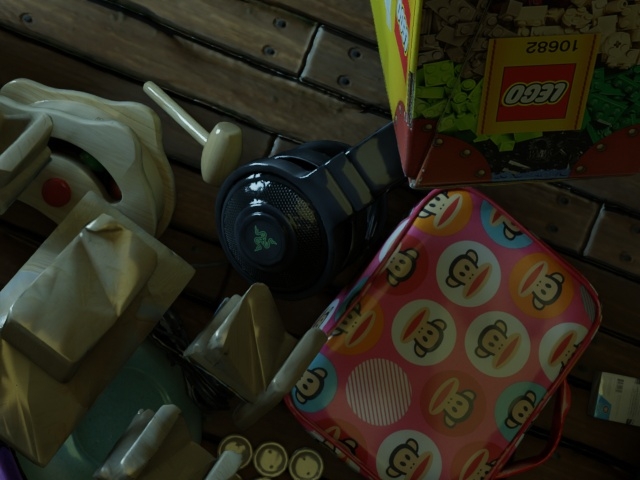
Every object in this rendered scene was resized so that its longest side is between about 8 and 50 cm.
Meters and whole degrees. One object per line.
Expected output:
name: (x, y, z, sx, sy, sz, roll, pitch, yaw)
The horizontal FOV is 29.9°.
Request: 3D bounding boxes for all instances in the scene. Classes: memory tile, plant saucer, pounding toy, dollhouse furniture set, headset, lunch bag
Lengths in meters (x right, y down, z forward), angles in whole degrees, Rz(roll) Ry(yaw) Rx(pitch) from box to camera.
memory tile: (-0.061, 0.274, 1.206, 0.113, 0.012, 0.148, 11, 86, -3)
plant saucer: (-0.195, 0.172, 1.148, 0.195, 0.037, 0.194, 7, 75, -29)
pounding toy: (-0.214, -0.070, 1.189, 0.270, 0.155, 0.154, 13, 114, 6)
dollhouse furniture set: (-0.269, 0.143, 0.993, 0.362, 0.256, 0.394, 38, 59, -4)
headset: (0.000, 0.000, 1.127, 0.394, 0.243, 0.185, -32, 90, 15)
lunch bag: (0.132, 0.118, 1.175, 0.258, 0.120, 0.293, 40, 84, -1)

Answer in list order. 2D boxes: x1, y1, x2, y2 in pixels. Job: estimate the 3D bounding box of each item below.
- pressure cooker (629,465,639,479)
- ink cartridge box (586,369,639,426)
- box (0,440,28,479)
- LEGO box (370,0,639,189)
pressure cooker: (0.445, 0.372, 1.056, 0.370, 0.375, 0.420, 13, 85, -6)
ink cartridge box: (0.321, 0.165, 1.231, 0.083, 0.028, 0.048, 12, 86, -3)
box: (-0.412, 0.244, 1.117, 0.270, 0.143, 0.165, -22, 87, -6)
LEGO box: (0.137, -0.349, 0.964, 0.193, 0.372, 0.500, -4, 49, -4)
